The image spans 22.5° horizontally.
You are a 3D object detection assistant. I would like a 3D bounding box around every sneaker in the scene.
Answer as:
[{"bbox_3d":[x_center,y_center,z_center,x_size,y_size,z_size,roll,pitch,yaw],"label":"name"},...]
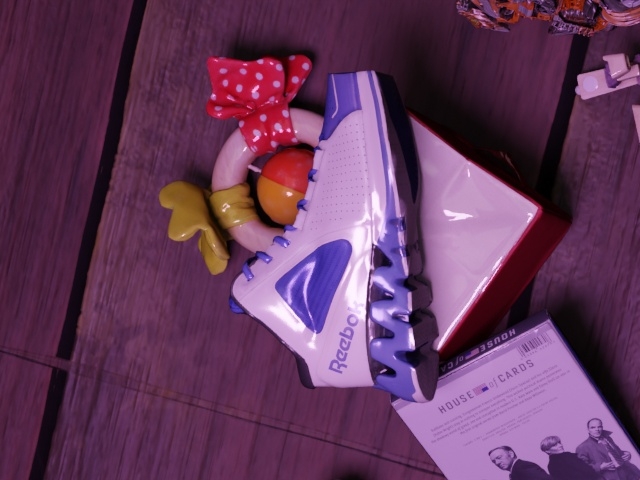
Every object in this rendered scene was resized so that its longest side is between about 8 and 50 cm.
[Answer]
[{"bbox_3d":[0.000,0.001,1.494,0.182,0.127,0.315,-7,87,14],"label":"sneaker"}]

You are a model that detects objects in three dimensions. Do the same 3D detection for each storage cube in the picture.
[{"bbox_3d":[0.117,-0.006,1.626,0.184,0.193,0.215,38,99,15],"label":"storage cube"}]

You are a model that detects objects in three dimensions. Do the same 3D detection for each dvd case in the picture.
[{"bbox_3d":[0.205,0.197,1.603,0.179,0.029,0.238,-29,116,13],"label":"dvd case"}]

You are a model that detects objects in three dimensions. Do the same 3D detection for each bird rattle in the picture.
[{"bbox_3d":[-0.051,-0.075,1.733,0.207,0.143,0.253,25,82,12],"label":"bird rattle"}]

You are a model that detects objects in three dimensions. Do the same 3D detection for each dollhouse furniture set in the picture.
[{"bbox_3d":[0.297,-0.126,1.644,0.081,0.091,0.114,-13,86,31],"label":"dollhouse furniture set"}]

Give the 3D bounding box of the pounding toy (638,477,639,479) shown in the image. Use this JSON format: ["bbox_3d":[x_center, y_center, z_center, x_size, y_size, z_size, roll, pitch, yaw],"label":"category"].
[{"bbox_3d":[0.435,0.254,1.572,0.237,0.110,0.183,26,94,32],"label":"pounding toy"}]

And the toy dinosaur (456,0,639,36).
[{"bbox_3d":[0.285,-0.287,1.594,0.322,0.218,0.164,-20,50,8],"label":"toy dinosaur"}]
